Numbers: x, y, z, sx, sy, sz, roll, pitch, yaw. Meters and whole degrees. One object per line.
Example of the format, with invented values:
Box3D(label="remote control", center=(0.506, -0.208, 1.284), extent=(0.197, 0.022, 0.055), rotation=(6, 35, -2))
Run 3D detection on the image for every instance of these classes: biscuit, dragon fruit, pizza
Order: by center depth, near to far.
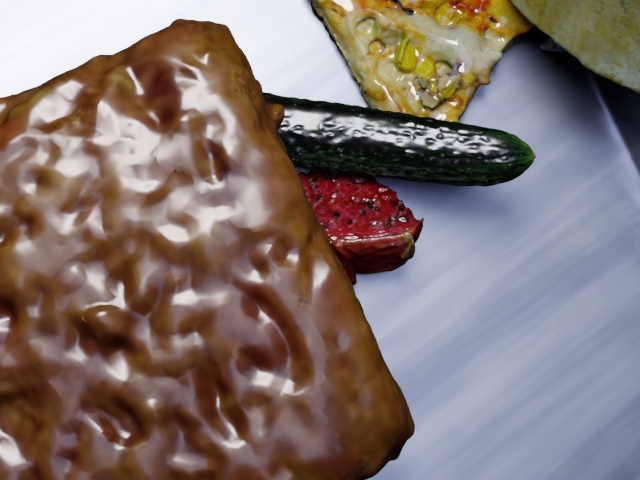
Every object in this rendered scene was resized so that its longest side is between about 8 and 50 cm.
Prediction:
Box3D(label="biscuit", center=(-0.166, 0.066, 0.913), extent=(0.395, 0.166, 0.342), rotation=(-26, 93, -3))
Box3D(label="dragon fruit", center=(0.001, 0.002, 1.037), extent=(0.131, 0.063, 0.097), rotation=(-20, 51, -18))
Box3D(label="pizza", center=(0.067, -0.138, 1.063), extent=(0.185, 0.036, 0.176), rotation=(15, 82, -9))

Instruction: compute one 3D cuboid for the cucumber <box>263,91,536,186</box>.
Box3D(label="cucumber", center=(0.051, -0.073, 1.024), extent=(0.215, 0.058, 0.052), rotation=(7, 69, 5))

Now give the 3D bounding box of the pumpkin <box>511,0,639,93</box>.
Box3D(label="pumpkin", center=(0.284, -0.281, 0.983), extent=(0.332, 0.199, 0.332), rotation=(-3, 62, 5))

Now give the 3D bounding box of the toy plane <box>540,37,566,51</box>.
Box3D(label="toy plane", center=(0.304, -0.192, 1.087), extent=(0.267, 0.088, 0.212), rotation=(-10, 64, -9))
